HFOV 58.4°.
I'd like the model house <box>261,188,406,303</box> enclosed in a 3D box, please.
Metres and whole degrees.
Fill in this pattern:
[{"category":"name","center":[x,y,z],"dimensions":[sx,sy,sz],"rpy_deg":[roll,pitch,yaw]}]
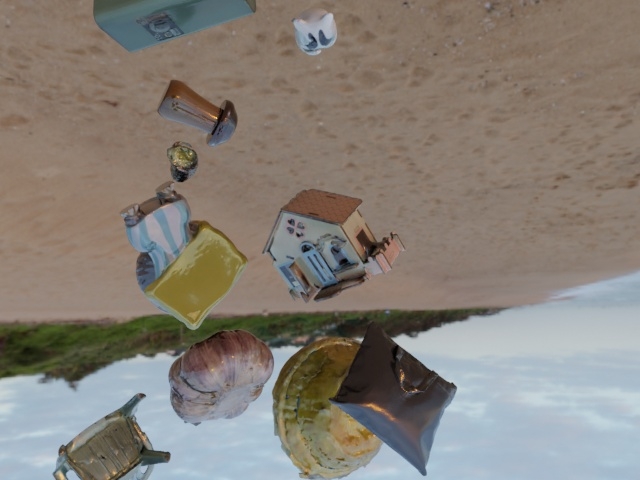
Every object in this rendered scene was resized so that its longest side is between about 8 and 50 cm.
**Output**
[{"category":"model house","center":[0.000,0.000,1.377],"dimensions":[0.325,0.244,0.169],"rpy_deg":[-19,-164,41]}]

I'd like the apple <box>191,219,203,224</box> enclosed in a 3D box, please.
[{"category":"apple","center":[-0.418,0.002,1.897],"dimensions":[0.146,0.147,0.146],"rpy_deg":[-2,173,0]}]

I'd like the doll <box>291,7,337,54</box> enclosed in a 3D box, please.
[{"category":"doll","center":[-0.013,-0.525,1.435],"dimensions":[0.110,0.107,0.181],"rpy_deg":[-17,-160,5]}]

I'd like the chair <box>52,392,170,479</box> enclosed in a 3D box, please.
[{"category":"chair","center":[-0.439,0.474,1.218],"dimensions":[0.203,0.191,0.274],"rpy_deg":[-33,176,-35]}]

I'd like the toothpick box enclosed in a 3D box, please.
[{"category":"toothpick box","center":[-0.463,-0.489,2.194],"dimensions":[0.294,0.192,0.192],"rpy_deg":[25,162,-23]}]

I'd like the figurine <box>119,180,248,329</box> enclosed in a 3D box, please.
[{"category":"figurine","center":[-0.421,0.015,1.534],"dimensions":[0.266,0.362,0.377],"rpy_deg":[-38,-151,-24]}]

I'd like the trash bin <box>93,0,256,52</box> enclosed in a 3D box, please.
[{"category":"trash bin","center":[-0.334,-0.598,1.319],"dimensions":[0.343,0.223,0.158],"rpy_deg":[-7,167,17]}]

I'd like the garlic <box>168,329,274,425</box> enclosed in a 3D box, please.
[{"category":"garlic","center":[-0.215,0.275,1.215],"dimensions":[0.244,0.161,0.245],"rpy_deg":[-23,147,-16]}]

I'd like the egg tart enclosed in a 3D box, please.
[{"category":"egg tart","center":[0.058,0.443,1.489],"dimensions":[0.387,0.389,0.169],"rpy_deg":[2,174,-30]}]

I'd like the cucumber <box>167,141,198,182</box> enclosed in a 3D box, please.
[{"category":"cucumber","center":[-0.313,-0.173,1.309],"dimensions":[0.067,0.067,0.245],"rpy_deg":[0,179,-12]}]

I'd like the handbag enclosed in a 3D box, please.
[{"category":"handbag","center":[0.159,0.315,1.170],"dimensions":[0.254,0.211,0.088],"rpy_deg":[39,145,-8]}]
